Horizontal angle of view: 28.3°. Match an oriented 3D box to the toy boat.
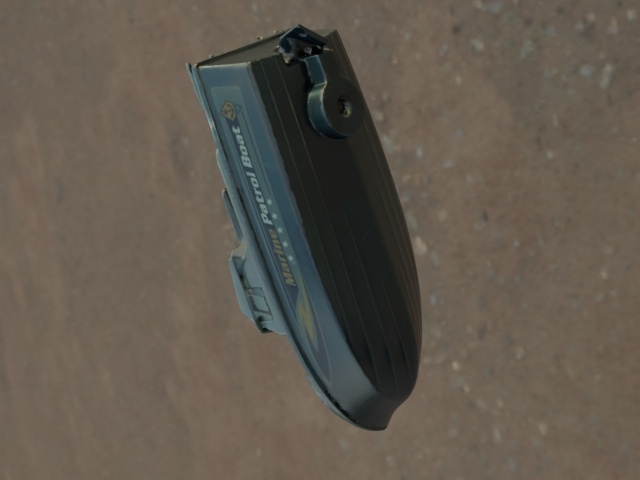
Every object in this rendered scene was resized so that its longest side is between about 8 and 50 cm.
[{"bbox_3d":[-0.003,-0.001,0.886,0.122,0.114,0.296,-6,107,43],"label":"toy boat"}]
